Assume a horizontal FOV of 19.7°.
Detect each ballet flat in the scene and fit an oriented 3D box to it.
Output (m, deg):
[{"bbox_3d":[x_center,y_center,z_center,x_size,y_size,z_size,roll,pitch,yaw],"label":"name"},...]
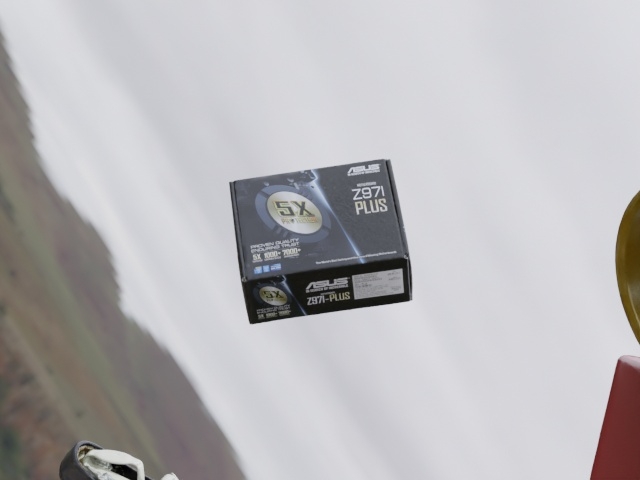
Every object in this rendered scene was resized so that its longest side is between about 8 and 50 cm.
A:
[{"bbox_3d":[-0.198,0.282,2.051,0.203,0.074,0.074,26,-15,11],"label":"ballet flat"}]

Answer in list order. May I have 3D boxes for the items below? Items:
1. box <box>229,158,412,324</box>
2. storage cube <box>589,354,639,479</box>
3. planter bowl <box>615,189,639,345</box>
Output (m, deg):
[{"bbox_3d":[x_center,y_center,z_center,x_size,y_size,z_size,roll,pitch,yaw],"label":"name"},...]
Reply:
[{"bbox_3d":[0.000,0.000,1.979,0.077,0.180,0.147,83,-1,-48],"label":"box"},{"bbox_3d":[0.351,0.218,1.624,0.184,0.215,0.193,12,0,-4],"label":"storage cube"},{"bbox_3d":[0.343,0.035,1.459,0.217,0.090,0.217,35,-43,41],"label":"planter bowl"}]
